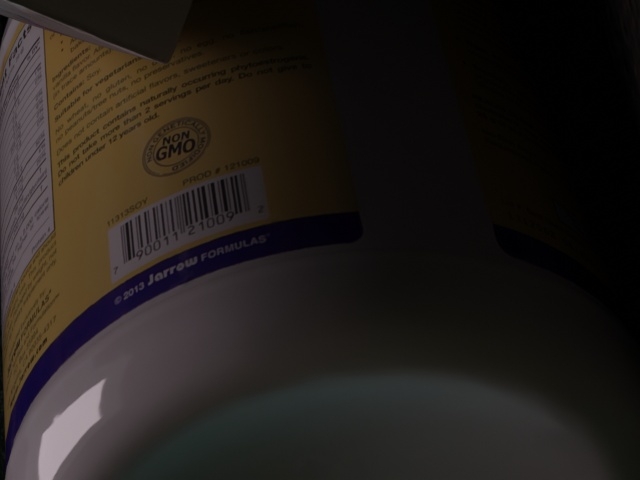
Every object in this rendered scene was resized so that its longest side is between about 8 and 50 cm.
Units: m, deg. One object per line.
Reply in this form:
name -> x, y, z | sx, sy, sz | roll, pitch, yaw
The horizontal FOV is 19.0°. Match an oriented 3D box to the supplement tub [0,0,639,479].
supplement tub -> -0.011, -0.007, 0.779 | 0.241, 0.241, 0.331 | 83, 178, -45

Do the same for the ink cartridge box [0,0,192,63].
ink cartridge box -> -0.108, -0.129, 0.689 | 0.143, 0.090, 0.092 | 22, 92, 54
